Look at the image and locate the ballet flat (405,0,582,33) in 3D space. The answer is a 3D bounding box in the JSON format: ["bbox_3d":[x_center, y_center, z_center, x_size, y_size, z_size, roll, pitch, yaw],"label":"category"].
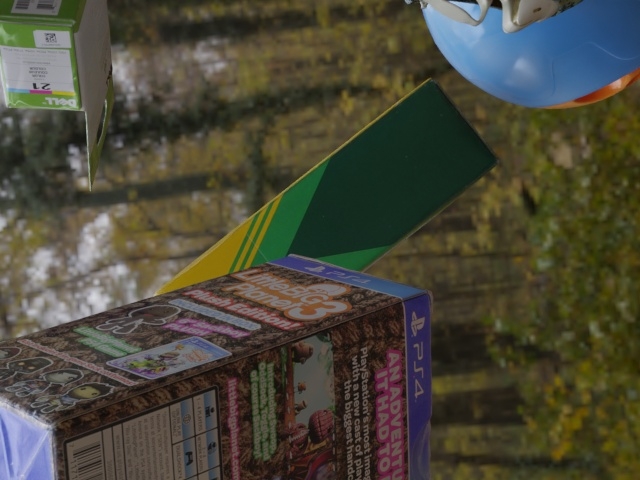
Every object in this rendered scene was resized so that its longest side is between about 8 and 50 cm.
[{"bbox_3d":[0.157,-0.220,1.155,0.070,0.188,0.070,-172,90,-76],"label":"ballet flat"}]

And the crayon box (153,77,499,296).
[{"bbox_3d":[0.000,0.000,1.272,0.106,0.313,0.363,51,177,1],"label":"crayon box"}]

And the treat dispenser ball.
[{"bbox_3d":[0.248,-0.283,1.355,0.288,0.288,0.288,-6,-90,-83],"label":"treat dispenser ball"}]

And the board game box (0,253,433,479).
[{"bbox_3d":[-0.074,0.160,0.815,0.291,0.141,0.232,-15,-70,-41],"label":"board game box"}]

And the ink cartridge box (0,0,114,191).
[{"bbox_3d":[-0.313,-0.213,1.533,0.189,0.097,0.255,-87,1,-46],"label":"ink cartridge box"}]
